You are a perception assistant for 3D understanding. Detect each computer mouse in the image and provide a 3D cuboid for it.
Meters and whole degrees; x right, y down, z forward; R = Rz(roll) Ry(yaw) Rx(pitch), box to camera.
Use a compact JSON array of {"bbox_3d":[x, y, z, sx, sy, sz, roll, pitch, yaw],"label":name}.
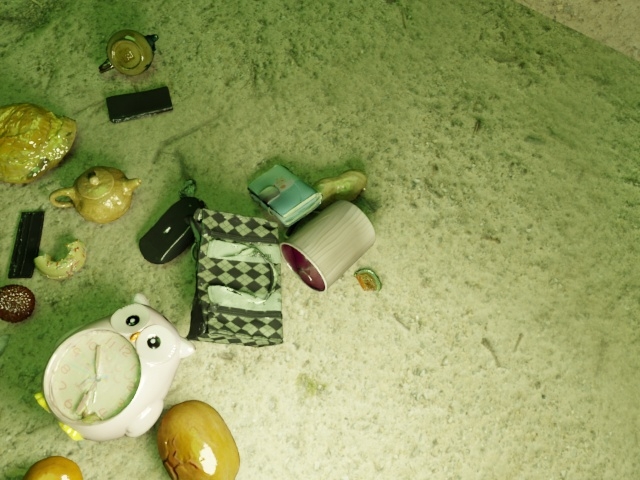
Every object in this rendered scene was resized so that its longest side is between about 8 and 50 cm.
[{"bbox_3d":[-0.496,-0.029,1.807,0.137,0.086,0.270,38,82,27],"label":"computer mouse"}]

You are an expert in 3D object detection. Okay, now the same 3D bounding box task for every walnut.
[{"bbox_3d":[-0.337,0.584,1.463,0.203,0.203,0.298,-34,60,-19],"label":"walnut"}]

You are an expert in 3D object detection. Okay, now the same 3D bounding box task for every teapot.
[{"bbox_3d":[-0.765,-0.748,2.105,0.269,0.173,0.183,-26,30,9],"label":"teapot"},{"bbox_3d":[-0.770,-0.171,1.808,0.311,0.167,0.204,-9,66,-9],"label":"teapot"}]

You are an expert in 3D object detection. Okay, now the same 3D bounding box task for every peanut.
[{"bbox_3d":[0.053,-0.186,1.924,0.263,0.101,0.117,-17,47,-12],"label":"peanut"}]

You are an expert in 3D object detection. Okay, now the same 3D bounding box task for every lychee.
[{"bbox_3d":[-0.965,0.196,1.645,0.129,0.123,0.123,-4,59,-47],"label":"lychee"}]

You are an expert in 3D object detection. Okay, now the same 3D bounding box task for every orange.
[{"bbox_3d":[-0.729,0.666,1.430,0.158,0.136,0.159,3,80,-16],"label":"orange"}]

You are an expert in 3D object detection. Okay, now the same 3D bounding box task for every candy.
[{"bbox_3d":[-0.430,-0.125,1.881,0.094,0.051,0.226,-28,70,-20],"label":"candy"}]

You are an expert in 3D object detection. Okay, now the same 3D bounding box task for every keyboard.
[{"bbox_3d":[-0.991,0.012,1.785,0.087,0.017,0.251,-2,64,-5],"label":"keyboard"}]

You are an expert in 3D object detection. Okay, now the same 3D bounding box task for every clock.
[{"bbox_3d":[-0.574,0.370,1.524,0.368,0.250,0.377,41,74,13],"label":"clock"}]

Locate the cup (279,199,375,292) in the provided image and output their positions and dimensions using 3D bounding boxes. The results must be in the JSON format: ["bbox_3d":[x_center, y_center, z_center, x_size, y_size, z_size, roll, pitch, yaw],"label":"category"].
[{"bbox_3d":[0.010,0.015,1.793,0.273,0.288,0.208,-40,110,-22],"label":"cup"}]

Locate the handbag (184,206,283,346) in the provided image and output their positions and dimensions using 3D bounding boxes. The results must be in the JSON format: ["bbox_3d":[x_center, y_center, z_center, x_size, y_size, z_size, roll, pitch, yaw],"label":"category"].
[{"bbox_3d":[-0.273,0.113,1.629,0.316,0.180,0.416,17,62,-44],"label":"handbag"}]

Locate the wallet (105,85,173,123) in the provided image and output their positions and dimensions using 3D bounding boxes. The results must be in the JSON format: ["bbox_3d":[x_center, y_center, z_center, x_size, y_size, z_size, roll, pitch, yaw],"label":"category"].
[{"bbox_3d":[-0.708,-0.534,2.065,0.244,0.025,0.124,-16,67,-10],"label":"wallet"}]

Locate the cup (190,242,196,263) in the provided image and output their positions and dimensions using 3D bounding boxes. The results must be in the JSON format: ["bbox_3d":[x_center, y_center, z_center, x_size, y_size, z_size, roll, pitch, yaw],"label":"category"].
[{"bbox_3d":[-0.368,0.022,1.785,0.135,0.099,0.133,-11,66,-23],"label":"cup"}]

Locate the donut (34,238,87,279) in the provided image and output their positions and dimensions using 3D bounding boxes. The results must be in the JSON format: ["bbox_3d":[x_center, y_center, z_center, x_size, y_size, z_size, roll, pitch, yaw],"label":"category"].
[{"bbox_3d":[-0.855,0.070,1.742,0.165,0.065,0.108,-22,69,-14],"label":"donut"}]

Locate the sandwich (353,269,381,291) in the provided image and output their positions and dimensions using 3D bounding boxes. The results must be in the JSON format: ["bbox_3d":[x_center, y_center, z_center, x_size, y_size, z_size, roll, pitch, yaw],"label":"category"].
[{"bbox_3d":[0.168,0.140,1.819,0.069,0.026,0.101,-28,71,-18],"label":"sandwich"}]

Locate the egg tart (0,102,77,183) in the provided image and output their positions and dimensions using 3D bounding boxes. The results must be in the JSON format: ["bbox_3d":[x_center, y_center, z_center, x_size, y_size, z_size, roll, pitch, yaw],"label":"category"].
[{"bbox_3d":[-1.083,-0.364,1.886,0.351,0.153,0.340,20,67,6],"label":"egg tart"}]

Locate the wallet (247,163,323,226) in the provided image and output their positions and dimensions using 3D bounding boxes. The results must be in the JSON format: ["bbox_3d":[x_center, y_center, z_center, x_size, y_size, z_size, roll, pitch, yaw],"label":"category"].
[{"bbox_3d":[-0.131,-0.165,1.866,0.176,0.075,0.250,-37,49,-14],"label":"wallet"}]
